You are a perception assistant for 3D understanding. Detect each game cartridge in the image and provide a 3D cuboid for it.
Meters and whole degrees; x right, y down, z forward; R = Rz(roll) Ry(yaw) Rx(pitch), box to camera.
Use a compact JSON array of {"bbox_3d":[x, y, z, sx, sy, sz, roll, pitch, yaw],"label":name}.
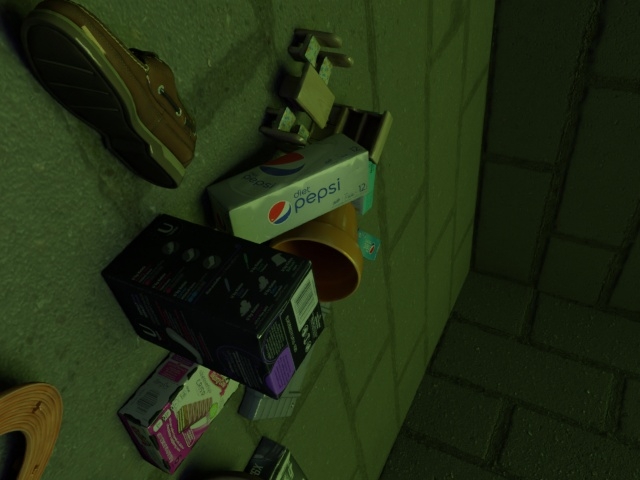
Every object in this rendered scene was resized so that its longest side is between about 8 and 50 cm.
[{"bbox_3d":[-0.072,0.264,1.391,0.355,0.068,0.230,-70,161,-6],"label":"game cartridge"}]

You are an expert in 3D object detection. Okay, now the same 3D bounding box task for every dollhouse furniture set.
[{"bbox_3d":[0.027,-0.258,1.124,0.242,0.161,0.212,32,76,-66],"label":"dollhouse furniture set"}]

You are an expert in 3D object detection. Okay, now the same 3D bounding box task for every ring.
[{"bbox_3d":[-0.405,0.303,0.609,0.336,0.032,0.336,-63,176,-9],"label":"ring"}]

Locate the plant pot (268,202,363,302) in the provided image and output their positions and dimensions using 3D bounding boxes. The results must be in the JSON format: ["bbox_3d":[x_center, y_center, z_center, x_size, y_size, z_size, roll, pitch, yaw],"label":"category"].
[{"bbox_3d":[0.000,0.000,1.227,0.205,0.205,0.188,81,18,-45],"label":"plant pot"}]

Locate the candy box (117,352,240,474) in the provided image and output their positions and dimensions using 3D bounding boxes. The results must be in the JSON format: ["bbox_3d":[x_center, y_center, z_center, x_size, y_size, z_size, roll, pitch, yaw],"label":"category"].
[{"bbox_3d":[-0.237,0.274,1.015,0.233,0.071,0.159,-53,149,-40],"label":"candy box"}]

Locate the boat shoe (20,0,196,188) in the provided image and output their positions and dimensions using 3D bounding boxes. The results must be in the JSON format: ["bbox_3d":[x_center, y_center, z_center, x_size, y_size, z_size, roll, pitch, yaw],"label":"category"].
[{"bbox_3d":[-0.238,-0.183,0.682,0.307,0.111,0.104,75,34,-66],"label":"boat shoe"}]

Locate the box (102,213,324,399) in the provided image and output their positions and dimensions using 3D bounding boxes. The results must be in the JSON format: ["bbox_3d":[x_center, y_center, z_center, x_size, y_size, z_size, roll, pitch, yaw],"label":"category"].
[{"bbox_3d":[-0.150,0.091,0.832,0.143,0.270,0.165,-55,151,-36],"label":"box"}]

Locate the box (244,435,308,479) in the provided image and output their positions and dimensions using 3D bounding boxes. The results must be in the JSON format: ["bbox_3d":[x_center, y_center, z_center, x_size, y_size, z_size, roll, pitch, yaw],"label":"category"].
[{"bbox_3d":[-0.143,0.693,1.496,0.242,0.077,0.307,-59,152,-30],"label":"box"}]

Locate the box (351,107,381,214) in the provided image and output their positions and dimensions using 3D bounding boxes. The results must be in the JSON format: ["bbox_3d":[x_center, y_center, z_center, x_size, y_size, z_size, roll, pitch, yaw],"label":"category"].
[{"bbox_3d":[0.079,-0.192,1.363,0.060,0.101,0.244,-42,142,-52],"label":"box"}]

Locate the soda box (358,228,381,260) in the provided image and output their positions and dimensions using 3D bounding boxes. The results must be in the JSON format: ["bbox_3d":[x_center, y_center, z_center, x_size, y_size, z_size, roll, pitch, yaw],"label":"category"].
[{"bbox_3d":[0.102,0.007,1.579,0.210,0.071,0.067,23,85,-66],"label":"soda box"}]

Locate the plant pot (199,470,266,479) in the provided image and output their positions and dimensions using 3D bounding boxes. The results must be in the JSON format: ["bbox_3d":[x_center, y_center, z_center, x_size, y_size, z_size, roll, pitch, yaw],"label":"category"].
[{"bbox_3d":[-0.173,0.604,1.203,0.229,0.263,0.263,52,57,-82],"label":"plant pot"}]

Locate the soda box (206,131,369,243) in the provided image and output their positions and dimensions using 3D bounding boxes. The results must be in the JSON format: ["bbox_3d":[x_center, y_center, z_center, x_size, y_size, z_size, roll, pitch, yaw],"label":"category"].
[{"bbox_3d":[-0.051,-0.091,1.009,0.286,0.091,0.098,-26,135,-22],"label":"soda box"}]
